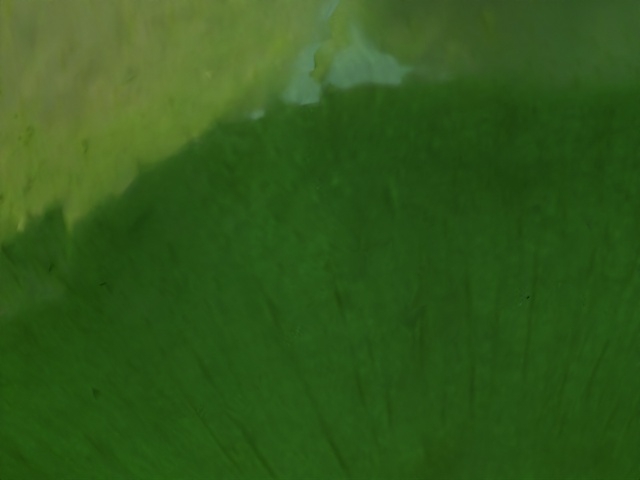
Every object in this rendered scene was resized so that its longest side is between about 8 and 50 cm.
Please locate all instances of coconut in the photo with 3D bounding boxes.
[{"bbox_3d":[0.000,0.000,0.427,0.197,0.237,0.237,6,44,-32],"label":"coconut"}]
